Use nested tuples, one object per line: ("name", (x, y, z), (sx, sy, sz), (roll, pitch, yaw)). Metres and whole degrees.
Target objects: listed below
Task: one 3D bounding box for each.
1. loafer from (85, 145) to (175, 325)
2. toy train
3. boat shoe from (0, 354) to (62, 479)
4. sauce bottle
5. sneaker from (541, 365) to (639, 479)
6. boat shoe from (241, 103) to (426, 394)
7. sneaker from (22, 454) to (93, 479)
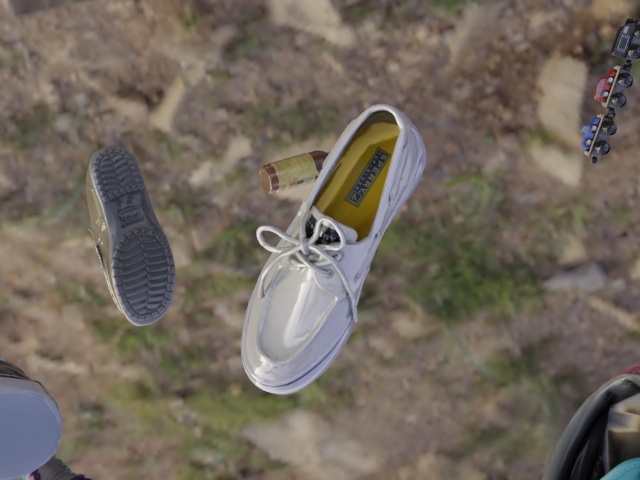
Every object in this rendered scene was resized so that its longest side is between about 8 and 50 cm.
("loafer", (-0.267, -0.006, 2.317), (0.094, 0.251, 0.087), (-11, 180, -22))
("toy train", (0.306, -0.158, 1.759), (0.027, 0.036, 0.158), (1, 107, -74))
("boat shoe", (-0.347, 0.114, 1.240), (0.306, 0.105, 0.113), (2, 114, -32))
("sauce bottle", (-0.017, -0.095, 2.200), (0.128, 0.042, 0.042), (-16, 150, -21))
("sneaker", (0.220, 0.200, 1.029), (0.178, 0.295, 0.124), (19, 141, -31))
("boat shoe", (0.008, 0.002, 1.936), (0.367, 0.136, 0.156), (-59, 162, -7))
("sneaker", (-0.330, 0.326, 2.160), (0.098, 0.223, 0.083), (-20, 111, 0))
